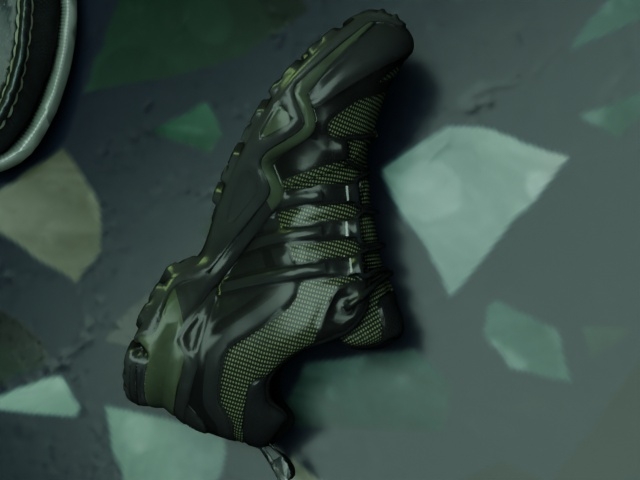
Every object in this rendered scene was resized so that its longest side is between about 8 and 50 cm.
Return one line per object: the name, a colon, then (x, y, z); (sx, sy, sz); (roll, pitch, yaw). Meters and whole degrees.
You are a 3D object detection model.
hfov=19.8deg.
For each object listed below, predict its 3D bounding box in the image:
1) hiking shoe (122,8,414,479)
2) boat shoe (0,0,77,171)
hiking shoe: (0.000, 0.000, 0.895); (0.114, 0.086, 0.227); (30, 94, 1)
boat shoe: (-0.194, -0.187, 0.950); (0.114, 0.091, 0.302); (-10, 79, 10)
